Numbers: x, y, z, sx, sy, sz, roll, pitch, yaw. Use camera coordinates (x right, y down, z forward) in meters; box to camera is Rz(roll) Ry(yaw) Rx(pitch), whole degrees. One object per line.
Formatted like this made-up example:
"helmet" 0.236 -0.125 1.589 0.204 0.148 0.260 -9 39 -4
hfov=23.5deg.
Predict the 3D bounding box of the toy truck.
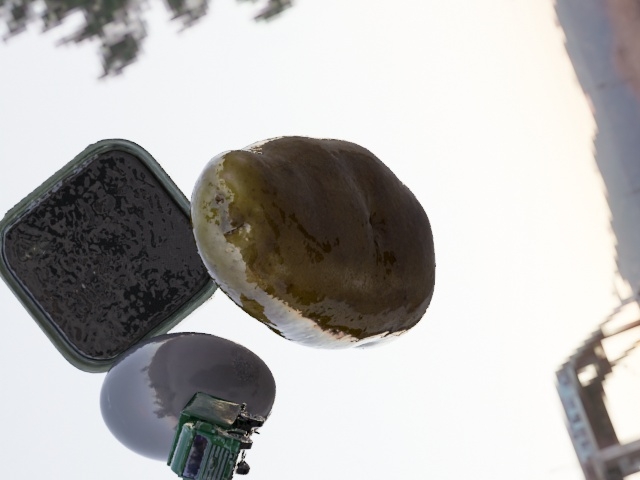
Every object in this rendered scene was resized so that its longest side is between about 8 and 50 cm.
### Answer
"toy truck" -0.102 0.197 1.493 0.147 0.079 0.065 -67 -6 -83

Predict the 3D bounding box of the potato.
"potato" 0.000 0.000 1.490 0.176 0.195 0.369 30 -172 30

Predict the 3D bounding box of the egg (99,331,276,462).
"egg" -0.148 0.175 1.716 0.146 0.198 0.146 -2 -90 -89

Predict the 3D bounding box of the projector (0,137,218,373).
"projector" -0.269 0.022 2.042 0.248 0.248 0.249 51 178 0
